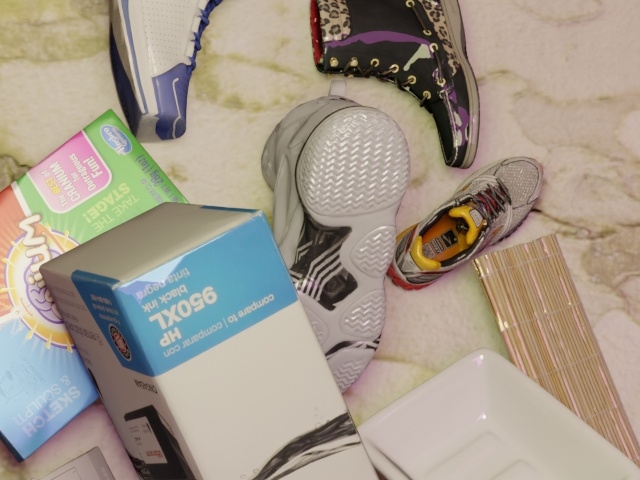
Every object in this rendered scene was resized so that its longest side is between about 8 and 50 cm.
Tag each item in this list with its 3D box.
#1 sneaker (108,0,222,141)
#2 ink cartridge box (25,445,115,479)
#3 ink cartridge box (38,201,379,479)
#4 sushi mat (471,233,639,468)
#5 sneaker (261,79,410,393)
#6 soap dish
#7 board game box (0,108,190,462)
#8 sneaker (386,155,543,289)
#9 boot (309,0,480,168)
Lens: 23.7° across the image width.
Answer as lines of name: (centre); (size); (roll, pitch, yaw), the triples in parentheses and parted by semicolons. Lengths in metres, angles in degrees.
sneaker: (-0.149, -0.279, 1.720); (0.182, 0.127, 0.315); (-6, 80, -15)
ink cartridge box: (-0.243, 0.380, 1.545); (0.066, 0.261, 0.296); (-28, 87, 19)
ink cartridge box: (-0.097, 0.174, 1.517); (0.166, 0.285, 0.395); (-28, 103, -20)
sushi mat: (0.285, 0.152, 1.790); (0.151, 0.019, 0.316); (-17, 84, -43)
sneaker: (0.000, 0.000, 1.710); (0.137, 0.210, 0.365); (9, 112, -14)
soap dish: (0.190, 0.267, 1.650); (0.229, 0.118, 0.291); (-31, 45, -20)
board game box: (-0.276, 0.047, 1.654); (0.316, 0.064, 0.242); (-41, 92, -19)
sneaker: (0.181, -0.022, 1.782); (0.225, 0.093, 0.088); (-40, 92, -19)
boot: (0.086, -0.191, 1.793); (0.179, 0.085, 0.236); (-5, 74, -14)
